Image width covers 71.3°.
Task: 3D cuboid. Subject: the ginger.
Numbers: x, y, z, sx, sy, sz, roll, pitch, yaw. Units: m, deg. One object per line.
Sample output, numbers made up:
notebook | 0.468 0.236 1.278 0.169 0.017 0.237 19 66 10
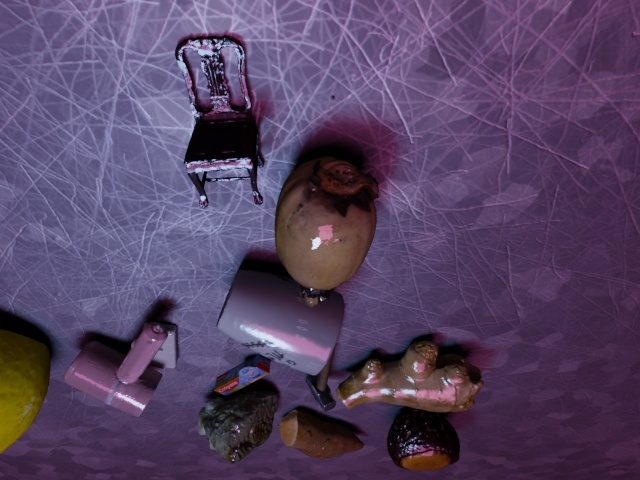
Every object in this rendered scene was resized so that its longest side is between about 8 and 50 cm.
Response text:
ginger | 0.238 0.382 1.195 0.376 0.165 0.236 -4 143 -9

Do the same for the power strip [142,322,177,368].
power strip | -0.420 0.278 1.173 0.082 0.035 0.192 9 134 -7

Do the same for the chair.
chair | -0.154 -0.171 0.676 0.106 0.113 0.229 -4 138 1

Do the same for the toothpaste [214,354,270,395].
toothpaste | -0.232 0.383 1.273 0.193 0.044 0.070 -35 124 29

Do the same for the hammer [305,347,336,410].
hammer | 0.019 0.306 1.172 0.044 0.111 0.365 -14 133 -26

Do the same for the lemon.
lemon | -0.857 0.384 1.063 0.365 0.364 0.364 0 135 0

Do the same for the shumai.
shumai | -0.262 0.531 1.344 0.218 0.188 0.256 5 179 25

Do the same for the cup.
cup | -0.102 0.174 0.995 0.234 0.186 0.258 21 159 -9

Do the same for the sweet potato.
sweet potato | 0.015 0.680 1.521 0.337 0.131 0.131 32 127 -27

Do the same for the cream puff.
cream puff | 0.332 0.648 1.458 0.239 0.164 0.239 0 136 0

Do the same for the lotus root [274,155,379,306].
lotus root | 0.000 0.000 0.794 0.183 0.182 0.309 5 135 -6

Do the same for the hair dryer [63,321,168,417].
hair dryer | -0.475 0.287 1.102 0.210 0.125 0.352 33 124 -12
